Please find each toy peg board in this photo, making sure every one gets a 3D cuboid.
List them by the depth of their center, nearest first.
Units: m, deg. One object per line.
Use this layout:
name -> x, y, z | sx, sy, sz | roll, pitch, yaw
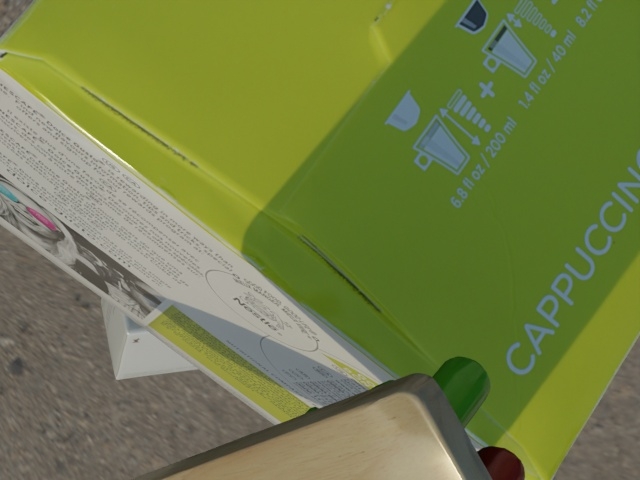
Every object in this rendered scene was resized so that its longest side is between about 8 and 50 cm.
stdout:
toy peg board -> 0.024, 0.128, 0.473 | 0.161, 0.161, 0.079 | 60, 34, -7

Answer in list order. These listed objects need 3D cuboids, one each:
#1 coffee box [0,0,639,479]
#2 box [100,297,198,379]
coffee box -> 0.022, -0.087, 0.768 | 0.338, 0.334, 0.338 | 39, 73, -11
box -> -0.136, 0.061, 1.131 | 0.101, 0.102, 0.087 | -5, 61, -19
